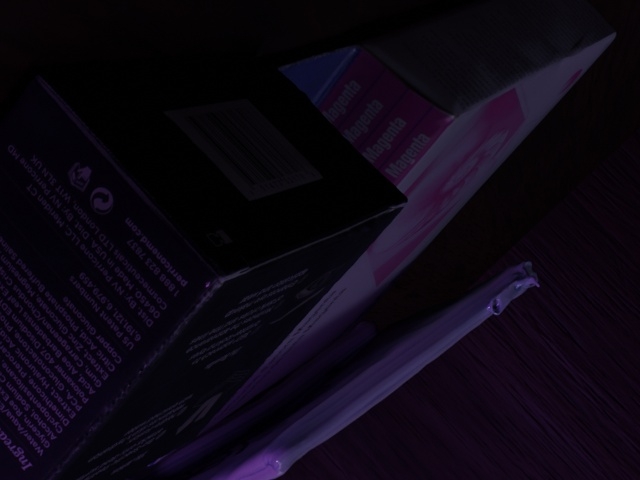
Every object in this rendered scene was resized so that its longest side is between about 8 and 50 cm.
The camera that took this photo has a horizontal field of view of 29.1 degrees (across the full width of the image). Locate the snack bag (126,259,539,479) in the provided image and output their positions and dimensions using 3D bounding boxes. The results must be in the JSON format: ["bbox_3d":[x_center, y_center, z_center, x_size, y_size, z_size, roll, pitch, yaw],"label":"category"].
[{"bbox_3d":[-0.043,0.125,0.903,0.342,0.037,0.323,-28,180,44],"label":"snack bag"}]

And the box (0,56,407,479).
[{"bbox_3d":[-0.072,0.019,0.464,0.158,0.093,0.156,-49,168,24],"label":"box"}]

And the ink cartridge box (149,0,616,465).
[{"bbox_3d":[0.000,0.000,0.731,0.330,0.071,0.324,-31,165,-52],"label":"ink cartridge box"}]
